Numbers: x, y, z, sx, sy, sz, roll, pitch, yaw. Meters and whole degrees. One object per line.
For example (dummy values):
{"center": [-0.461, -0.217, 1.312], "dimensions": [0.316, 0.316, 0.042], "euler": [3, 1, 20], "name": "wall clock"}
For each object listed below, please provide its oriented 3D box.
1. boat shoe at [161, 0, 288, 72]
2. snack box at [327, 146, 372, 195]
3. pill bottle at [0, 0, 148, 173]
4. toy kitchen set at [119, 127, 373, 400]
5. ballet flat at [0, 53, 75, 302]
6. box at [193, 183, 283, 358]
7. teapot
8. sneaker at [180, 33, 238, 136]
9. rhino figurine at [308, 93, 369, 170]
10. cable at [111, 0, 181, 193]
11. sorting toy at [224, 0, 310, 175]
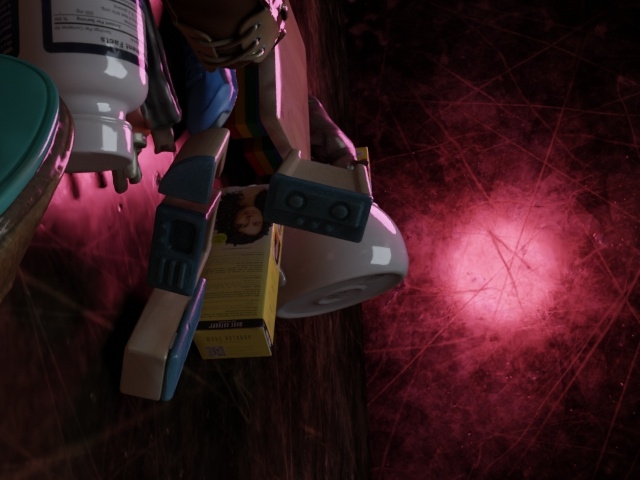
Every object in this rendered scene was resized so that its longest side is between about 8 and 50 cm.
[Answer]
{"center": [-0.082, -0.223, 0.707], "dimensions": [0.324, 0.123, 0.116], "euler": [-69, 154, -75], "name": "boat shoe"}
{"center": [0.007, -0.053, 1.320], "dimensions": [0.070, 0.175, 0.207], "euler": [61, 26, -74], "name": "snack box"}
{"center": [-0.163, -0.134, 0.487], "dimensions": [0.094, 0.094, 0.169], "euler": [28, 58, -80], "name": "pill bottle"}
{"center": [-0.062, 0.033, 0.617], "dimensions": [0.122, 0.166, 0.207], "euler": [-81, -175, -58], "name": "toy kitchen set"}
{"center": [-0.183, 0.051, 0.252], "dimensions": [0.342, 0.116, 0.124], "euler": [-83, -174, -54], "name": "ballet flat"}
{"center": [-0.095, 0.030, 0.891], "dimensions": [0.058, 0.087, 0.232], "euler": [79, 9, -47], "name": "box"}
{"center": [0.000, 0.000, 1.123], "dimensions": [0.256, 0.253, 0.187], "euler": [98, -24, -73], "name": "teapot"}
{"center": [-0.138, -0.213, 0.859], "dimensions": [0.082, 0.069, 0.209], "euler": [34, 53, -42], "name": "sneaker"}
{"center": [0.001, -0.166, 1.269], "dimensions": [0.243, 0.106, 0.073], "euler": [52, -34, 23], "name": "rhino figurine"}
{"center": [-0.167, -0.183, 0.580], "dimensions": [0.139, 0.072, 0.287], "euler": [-176, -108, -74], "name": "cable"}
{"center": [-0.084, -0.240, 1.112], "dimensions": [0.257, 0.090, 0.255], "euler": [58, 27, -71], "name": "sorting toy"}
